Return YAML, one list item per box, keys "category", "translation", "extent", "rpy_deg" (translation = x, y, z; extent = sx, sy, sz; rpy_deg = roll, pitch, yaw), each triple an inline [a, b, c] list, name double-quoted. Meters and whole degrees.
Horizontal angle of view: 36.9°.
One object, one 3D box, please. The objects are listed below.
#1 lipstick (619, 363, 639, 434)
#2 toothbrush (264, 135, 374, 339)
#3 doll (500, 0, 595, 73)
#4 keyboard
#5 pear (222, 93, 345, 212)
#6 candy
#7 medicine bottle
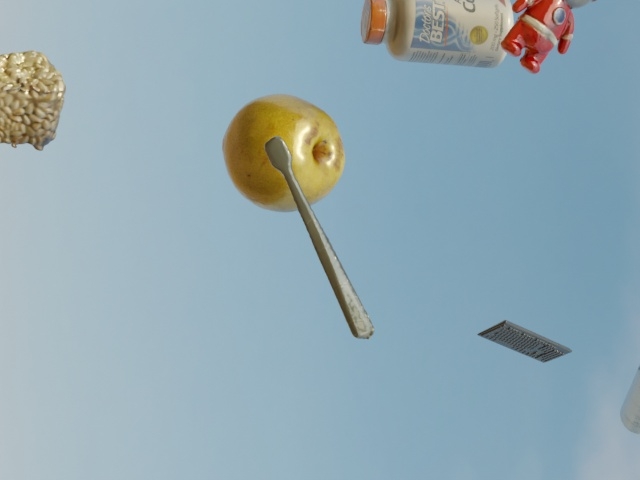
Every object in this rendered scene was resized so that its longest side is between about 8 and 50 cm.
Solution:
- category: "lipstick"
  translation: [0.437, 0.191, 1.251]
  extent: [0.264, 0.059, 0.059]
  rpy_deg: [73, -3, -61]
- category: "toothbrush"
  translation: [0.000, 0.000, 1.247]
  extent: [0.030, 0.030, 0.297]
  rpy_deg: [-80, 146, -75]
- category: "doll"
  translation: [0.396, -0.396, 1.579]
  extent: [0.245, 0.142, 0.076]
  rpy_deg: [-53, -144, 6]
- category: "keyboard"
  translation: [0.364, 0.181, 1.698]
  extent: [0.067, 0.202, 0.011]
  rpy_deg: [-32, -130, 35]
- category: "pear"
  translation: [-0.071, -0.150, 1.635]
  extent: [0.209, 0.209, 0.208]
  rpy_deg: [2, -88, 59]
- category: "candy"
  translation: [-0.344, -0.161, 1.103]
  extent: [0.110, 0.095, 0.085]
  rpy_deg: [115, -39, -52]
- category: "medicine bottle"
  translation: [0.231, -0.438, 1.947]
  extent: [0.157, 0.289, 0.157]
  rpy_deg: [-178, -90, -79]
